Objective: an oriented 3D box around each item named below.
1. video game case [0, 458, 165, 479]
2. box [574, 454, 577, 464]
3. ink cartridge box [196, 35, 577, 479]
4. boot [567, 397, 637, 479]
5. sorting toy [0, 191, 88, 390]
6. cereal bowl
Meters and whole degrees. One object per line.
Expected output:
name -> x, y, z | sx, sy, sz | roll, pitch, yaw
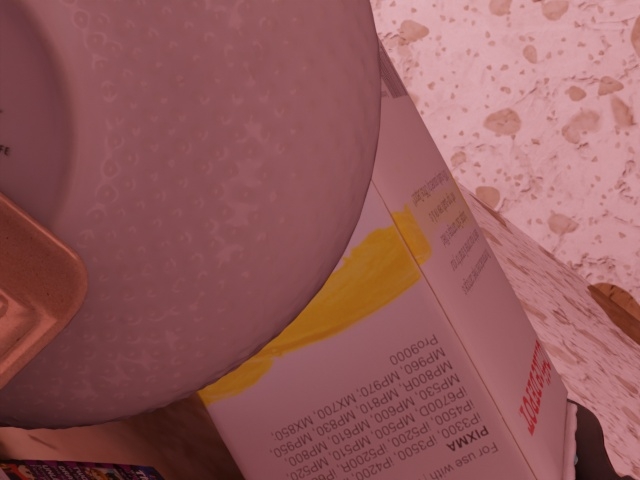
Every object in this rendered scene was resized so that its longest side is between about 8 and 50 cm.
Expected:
video game case -> -0.074, 0.183, 0.633 | 0.232, 0.042, 0.210 | 43, 14, 27
box -> 0.128, 0.146, 1.205 | 0.060, 0.100, 0.244 | 33, 12, -14
ink cartridge box -> 0.000, 0.000, 0.945 | 0.385, 0.160, 0.279 | 61, 13, -1
boot -> 0.211, 0.225, 1.229 | 0.115, 0.112, 0.305 | 64, -3, -22
sorting toy -> -0.222, 0.026, 0.562 | 0.193, 0.038, 0.208 | 38, 55, 5
cereal bowl -> -0.150, -0.065, 0.681 | 0.339, 0.339, 0.141 | 38, 19, 5
